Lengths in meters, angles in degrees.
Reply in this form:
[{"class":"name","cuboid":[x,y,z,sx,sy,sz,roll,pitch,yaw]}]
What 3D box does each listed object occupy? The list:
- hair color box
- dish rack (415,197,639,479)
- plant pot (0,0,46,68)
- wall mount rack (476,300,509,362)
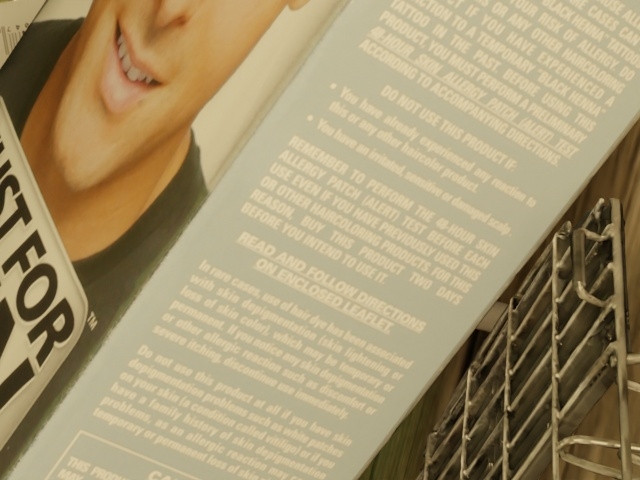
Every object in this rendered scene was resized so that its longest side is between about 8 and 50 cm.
[{"class":"hair color box","cuboid":[-0.022,-0.034,0.602,0.374,0.113,0.185,-53,34,14]},{"class":"dish rack","cuboid":[0.067,0.134,0.493,0.208,0.074,0.271,118,162,-47]},{"class":"plant pot","cuboid":[-0.162,-0.178,0.929,0.293,0.274,0.275,-113,34,-44]},{"class":"wall mount rack","cuboid":[0.000,0.000,0.825,0.304,0.130,0.350,129,151,-57]}]
